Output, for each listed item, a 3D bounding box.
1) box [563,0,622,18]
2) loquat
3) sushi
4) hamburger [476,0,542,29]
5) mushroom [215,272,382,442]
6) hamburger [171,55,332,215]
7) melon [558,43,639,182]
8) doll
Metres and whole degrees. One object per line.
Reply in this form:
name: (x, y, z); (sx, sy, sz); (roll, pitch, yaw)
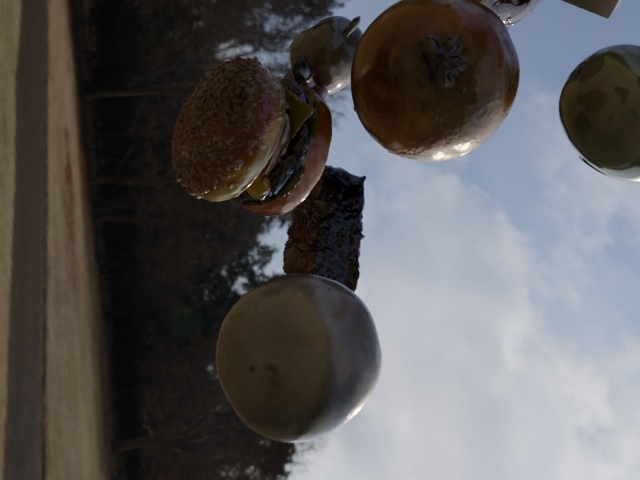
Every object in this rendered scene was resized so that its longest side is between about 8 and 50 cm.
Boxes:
box: (0.310, -0.364, 0.651); (0.106, 0.251, 0.203); (32, -39, 18)
loquat: (0.213, -0.308, 1.303); (0.328, 0.328, 0.329); (173, -90, -75)
sushi: (0.000, 0.000, 1.596); (0.196, 0.181, 0.344); (144, -46, -78)
hamburger: (0.409, -0.589, 1.501); (0.146, 0.243, 0.286); (61, -25, 24)
mushroom: (-0.021, 0.145, 0.845); (0.204, 0.204, 0.204); (173, -90, -75)
hamburger: (-0.132, -0.188, 1.253); (0.290, 0.225, 0.291); (-18, -118, 39)
melon: (0.680, -0.265, 1.487); (0.268, 0.330, 0.268); (-51, -169, 13)
doll: (-0.024, -0.370, 1.556); (0.174, 0.330, 0.235); (41, -8, -2)
